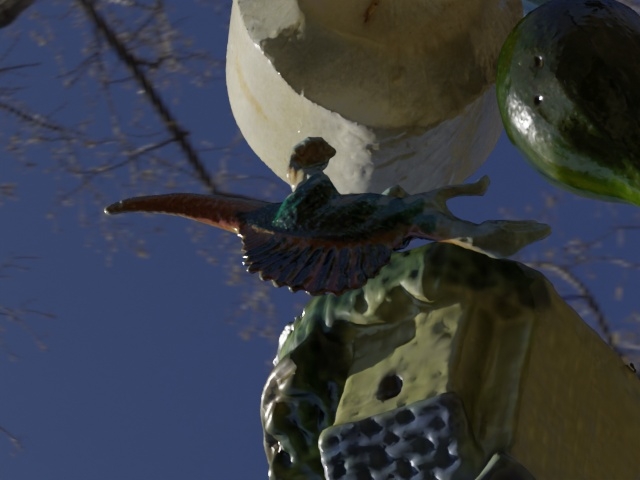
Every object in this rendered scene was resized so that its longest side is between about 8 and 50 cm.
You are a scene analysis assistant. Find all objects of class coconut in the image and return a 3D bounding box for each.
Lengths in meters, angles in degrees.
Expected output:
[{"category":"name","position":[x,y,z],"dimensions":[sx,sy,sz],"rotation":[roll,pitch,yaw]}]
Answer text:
[{"category":"coconut","position":[0.035,-0.125,1.187],"dimensions":[0.202,0.222,0.202],"rotation":[1,-116,-3]}]

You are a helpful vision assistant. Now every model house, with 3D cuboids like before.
[{"category":"model house","position":[0.084,0.210,1.069],"dimensions":[0.321,0.261,0.266],"rotation":[47,-144,-28]}]

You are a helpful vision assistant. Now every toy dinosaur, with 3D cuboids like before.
[{"category":"toy dinosaur","position":[-0.001,-0.003,0.734],"dimensions":[0.187,0.106,0.044],"rotation":[-2,-62,-3]}]

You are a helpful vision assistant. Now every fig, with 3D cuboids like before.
[{"category":"fig","position":[0.166,-0.063,0.993],"dimensions":[0.117,0.177,0.117],"rotation":[-9,-44,-9]}]

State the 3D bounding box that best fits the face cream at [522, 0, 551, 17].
[{"category":"face cream","position":[0.090,-0.235,1.325],"dimensions":[0.229,0.075,0.075],"rotation":[15,-96,-36]}]
